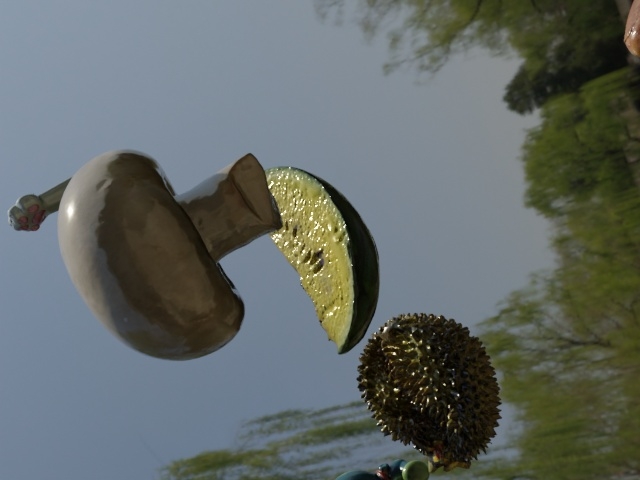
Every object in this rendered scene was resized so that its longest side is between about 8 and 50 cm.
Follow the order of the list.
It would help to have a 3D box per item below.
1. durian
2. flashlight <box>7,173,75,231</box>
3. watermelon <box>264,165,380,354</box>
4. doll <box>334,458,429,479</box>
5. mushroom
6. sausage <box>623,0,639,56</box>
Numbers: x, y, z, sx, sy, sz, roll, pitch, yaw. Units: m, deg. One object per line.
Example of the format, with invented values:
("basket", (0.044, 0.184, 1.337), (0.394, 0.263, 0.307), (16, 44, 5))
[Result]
("durian", (0.211, 0.270, 1.445), (0.293, 0.258, 0.258), (52, -164, 30))
("flashlight", (-0.510, -0.079, 1.515), (0.200, 0.093, 0.047), (-34, -108, -34))
("watermelon", (0.000, 0.000, 1.061), (0.301, 0.129, 0.123), (57, -172, 29))
("doll", (0.138, 0.686, 2.031), (0.186, 0.322, 0.198), (-169, 59, -76))
("mushroom", (-0.126, -0.001, 0.706), (0.204, 0.204, 0.204), (41, -141, -45))
("sausage", (0.547, -0.403, 1.142), (0.076, 0.302, 0.103), (30, -168, -28))
